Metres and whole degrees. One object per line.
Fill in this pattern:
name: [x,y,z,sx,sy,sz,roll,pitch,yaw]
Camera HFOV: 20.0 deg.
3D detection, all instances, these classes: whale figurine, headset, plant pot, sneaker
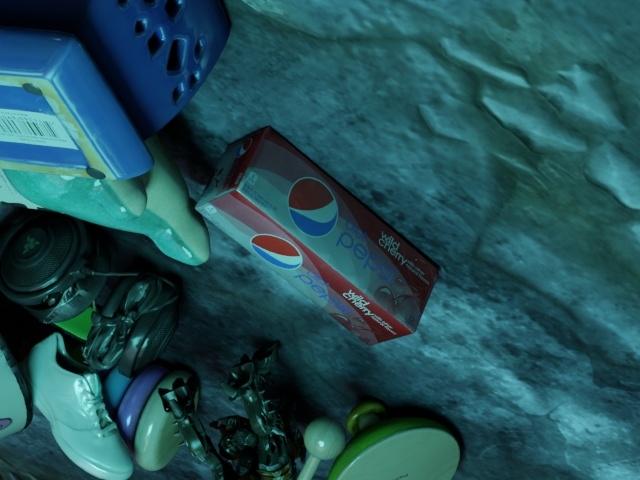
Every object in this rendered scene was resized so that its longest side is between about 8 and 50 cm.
whale figurine: [-0.228,-0.067,1.887,0.141,0.216,0.272,-37,123,7]
headset: [-0.287,0.085,2.188,0.243,0.185,0.394,36,160,-20]
plant pot: [-0.248,-0.189,1.664,0.236,0.212,0.236,7,151,22]
sneaker: [-0.304,0.213,2.340,0.212,0.080,0.094,49,116,11]

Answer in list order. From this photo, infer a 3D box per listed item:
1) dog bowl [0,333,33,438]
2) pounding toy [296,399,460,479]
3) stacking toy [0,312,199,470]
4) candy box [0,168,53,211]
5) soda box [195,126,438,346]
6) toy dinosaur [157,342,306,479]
dog bowl: [-0.564,0.131,2.367,0.408,0.150,0.408,38,153,23]
pounding toy: [0.051,0.265,2.289,0.237,0.110,0.183,2,129,-33]
stacking toy: [-0.338,0.190,2.457,0.330,0.141,0.141,21,150,15]
candy box: [-0.398,-0.119,2.058,0.233,0.071,0.159,9,144,27]
soda box: [0.000,0.000,1.930,0.263,0.092,0.083,39,147,-22]
toy dinosaur: [-0.085,0.260,2.264,0.322,0.164,0.218,-138,24,-81]
